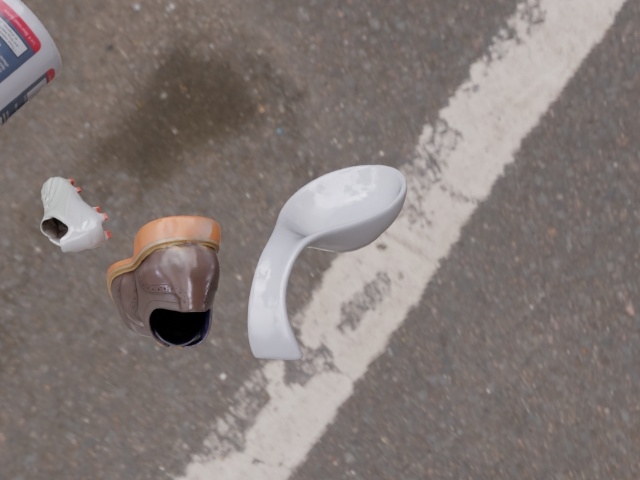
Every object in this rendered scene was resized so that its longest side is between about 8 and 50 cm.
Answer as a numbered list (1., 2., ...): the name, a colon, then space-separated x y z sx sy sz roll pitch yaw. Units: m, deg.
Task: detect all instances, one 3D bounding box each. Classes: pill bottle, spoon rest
1. pill bottle: -0.327 -0.133 1.082 0.108 0.108 0.180 32 65 28
2. spoon rest: 0.000 0.000 1.263 0.137 0.084 0.276 -1 39 29

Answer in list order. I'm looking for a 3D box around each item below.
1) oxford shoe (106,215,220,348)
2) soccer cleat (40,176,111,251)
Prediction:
1. oxford shoe: -0.209 0.086 1.615 0.129 0.364 0.133 -2 72 -14
2. soccer cleat: -0.353 -0.037 1.679 0.076 0.068 0.196 -20 29 -25
